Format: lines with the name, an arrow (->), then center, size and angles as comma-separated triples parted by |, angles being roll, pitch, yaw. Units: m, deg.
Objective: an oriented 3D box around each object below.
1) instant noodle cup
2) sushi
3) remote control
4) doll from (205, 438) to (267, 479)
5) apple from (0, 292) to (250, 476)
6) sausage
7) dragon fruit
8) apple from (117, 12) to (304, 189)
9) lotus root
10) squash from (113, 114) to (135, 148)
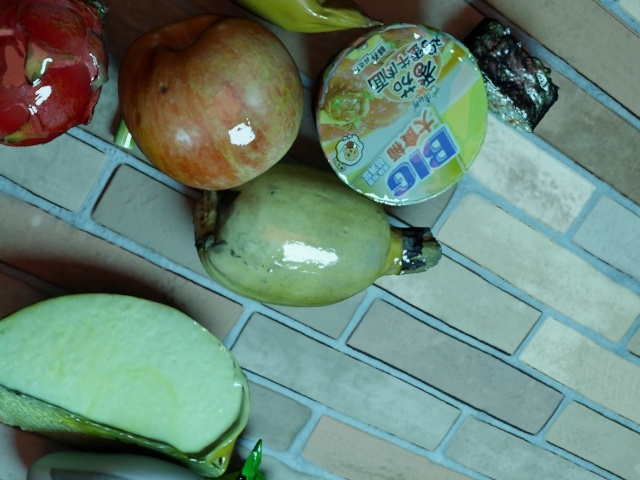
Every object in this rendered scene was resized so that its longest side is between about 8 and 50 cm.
instant noodle cup -> 0.081, -0.162, 0.793 | 0.205, 0.153, 0.204 | -4, 110, -10
sushi -> 0.235, -0.208, 0.844 | 0.150, 0.090, 0.078 | 41, 92, -19
remote control -> -0.239, 0.335, 0.834 | 0.332, 0.103, 0.221 | -15, 135, 39
doll -> -0.143, 0.383, 0.950 | 0.186, 0.106, 0.134 | -23, 96, 15
apple -> -0.261, 0.189, 0.821 | 0.346, 0.179, 0.254 | 26, 99, -21
sausage -> -0.080, -0.305, 0.697 | 0.328, 0.112, 0.112 | 34, 99, -3
dragon fruit -> -0.311, -0.186, 0.694 | 0.172, 0.172, 0.209 | 36, 90, -20
apple -> -0.121, -0.160, 0.723 | 0.209, 0.209, 0.164 | -28, 130, -2
lotus root -> 0.000, 0.000, 0.815 | 0.310, 0.183, 0.182 | 10, 106, -18
squash -> -0.226, -0.154, 0.796 | 0.027, 0.027, 0.083 | 19, 102, -17
